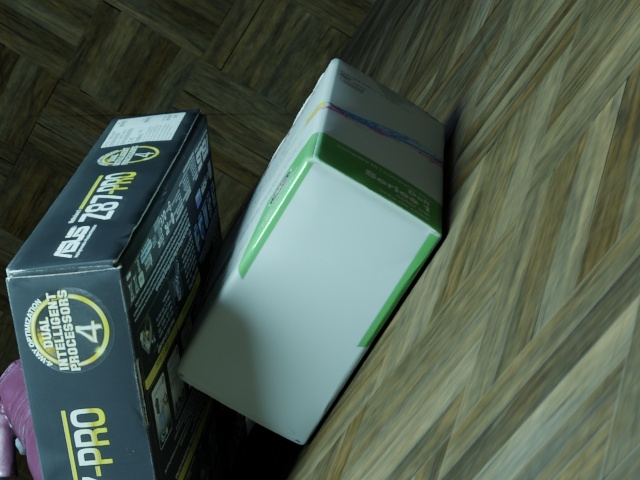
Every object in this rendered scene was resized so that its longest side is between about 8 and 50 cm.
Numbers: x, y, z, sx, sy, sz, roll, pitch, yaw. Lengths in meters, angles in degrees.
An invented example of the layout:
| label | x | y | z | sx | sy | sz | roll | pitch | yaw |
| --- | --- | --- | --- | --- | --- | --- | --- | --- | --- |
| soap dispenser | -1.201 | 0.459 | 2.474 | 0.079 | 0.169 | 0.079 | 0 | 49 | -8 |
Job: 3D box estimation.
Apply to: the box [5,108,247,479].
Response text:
| label | x | y | z | sx | sy | sz | roll | pitch | yaw |
| --- | --- | --- | --- | --- | --- | --- | --- | --- | --- |
| box | -0.139 | 0.099 | 1.576 | 0.395 | 0.097 | 0.318 | -76 | -21 | -69 |

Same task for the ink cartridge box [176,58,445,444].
| label | x | y | z | sx | sy | sz | roll | pitch | yaw |
| --- | --- | --- | --- | --- | --- | --- | --- | --- | --- |
| ink cartridge box | 0.000 | 0.000 | 1.540 | 0.201 | 0.117 | 0.278 | -58 | 7 | 19 |

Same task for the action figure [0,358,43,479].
| label | x | y | z | sx | sy | sz | roll | pitch | yaw |
| --- | --- | --- | --- | --- | --- | --- | --- | --- | --- |
| action figure | -0.296 | 0.201 | 2.170 | 0.248 | 0.276 | 0.370 | -37 | 28 | -20 |
